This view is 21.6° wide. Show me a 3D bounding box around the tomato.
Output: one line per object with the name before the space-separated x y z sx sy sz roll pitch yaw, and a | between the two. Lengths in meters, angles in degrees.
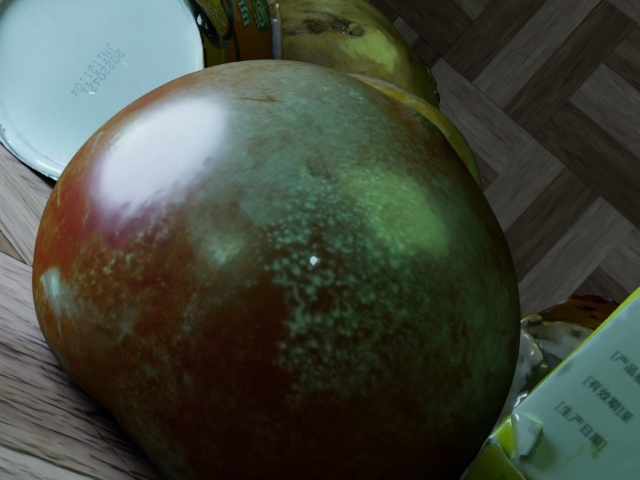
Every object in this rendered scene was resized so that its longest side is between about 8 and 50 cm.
tomato | -0.011 0.024 0.892 0.270 0.222 0.270 39 5 -4

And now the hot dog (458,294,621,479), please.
hot dog | 0.251 0.205 1.199 0.367 0.196 0.365 55 10 7

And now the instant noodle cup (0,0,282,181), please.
instant noodle cup | -0.154 -0.142 1.263 0.230 0.230 0.182 42 16 -5

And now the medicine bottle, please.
medicine bottle | 0.144 0.153 0.881 0.137 0.141 0.250 43 -26 14

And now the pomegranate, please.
pomegranate | -0.011 -0.094 1.551 0.281 0.281 0.281 42 6 -5

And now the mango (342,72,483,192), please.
mango | 0.000 0.000 1.200 0.384 0.222 0.198 133 -58 -75
